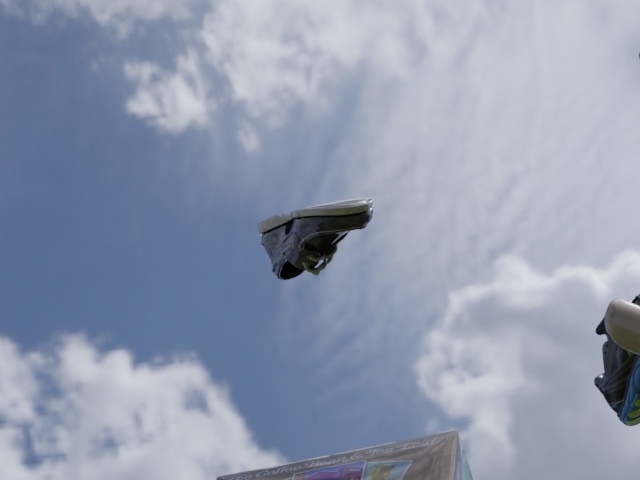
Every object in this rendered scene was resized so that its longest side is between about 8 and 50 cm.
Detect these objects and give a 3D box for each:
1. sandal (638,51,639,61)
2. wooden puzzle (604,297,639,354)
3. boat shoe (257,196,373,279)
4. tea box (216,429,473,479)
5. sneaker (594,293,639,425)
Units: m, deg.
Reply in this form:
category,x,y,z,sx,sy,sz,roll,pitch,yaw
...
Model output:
category,x,y,z,sx,sy,sz,roll,pitch,yaw
sandal,0.353,-0.188,1.299,0.240,0.088,0.079,-15,-84,-11
wooden puzzle,0.291,0.096,1.058,0.221,0.239,0.044,22,-87,17
boat shoe,0.000,0.000,1.597,0.075,0.206,0.065,-9,-92,-24
tea box,0.050,0.448,2.104,0.329,0.220,0.323,-14,-69,13
sneaker,0.270,0.072,1.431,0.067,0.078,0.188,-18,-44,-34
